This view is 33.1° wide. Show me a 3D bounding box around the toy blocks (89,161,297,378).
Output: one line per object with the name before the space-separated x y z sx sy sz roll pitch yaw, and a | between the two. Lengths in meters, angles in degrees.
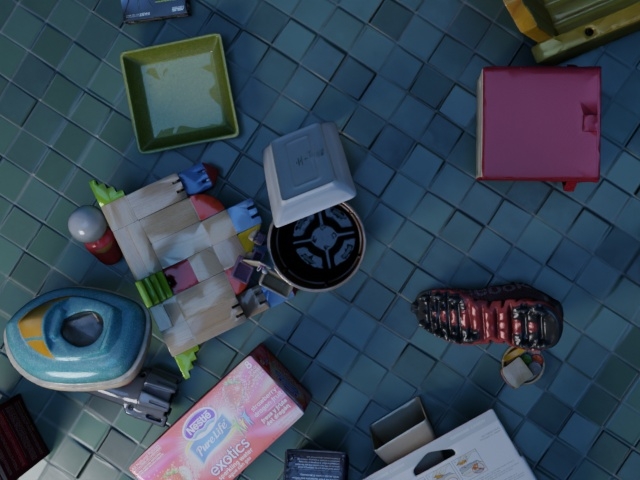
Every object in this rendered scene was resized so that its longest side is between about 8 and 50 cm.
toy blocks | -0.204 0.016 1.901 0.261 0.191 0.381 -26 92 -6

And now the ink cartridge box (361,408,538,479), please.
ink cartridge box | 0.231 0.434 1.891 0.275 0.060 0.239 -30 110 5

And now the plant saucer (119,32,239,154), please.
plant saucer | -0.250 -0.262 1.937 0.188 0.045 0.188 -10 92 5

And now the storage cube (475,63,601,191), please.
storage cube | 0.364 -0.191 1.822 0.193 0.183 0.215 1 93 5

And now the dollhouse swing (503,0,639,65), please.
dollhouse swing | 0.394 -0.498 1.727 0.315 0.305 0.347 -22 84 6

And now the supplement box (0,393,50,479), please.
supplement box | -0.574 0.365 1.900 0.073 0.239 0.130 -27 91 7

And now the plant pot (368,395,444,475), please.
plant pot | 0.160 0.360 1.914 0.109 0.109 0.096 -32 104 5

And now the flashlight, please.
flashlight | -0.406 0.232 1.957 0.304 0.103 0.103 18 120 0

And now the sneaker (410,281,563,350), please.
sneaker | 0.301 0.126 1.891 0.276 0.135 0.098 4 107 27

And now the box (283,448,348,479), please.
box | -0.010 0.473 1.880 0.108 0.153 0.207 2 77 4

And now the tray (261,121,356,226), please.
tray | -0.028 -0.126 1.827 0.145 0.270 0.030 -21 123 5

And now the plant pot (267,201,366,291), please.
plant pot | 0.000 0.000 1.871 0.167 0.165 0.167 0 92 4

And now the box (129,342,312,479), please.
box | -0.173 0.340 1.911 0.300 0.154 0.142 -43 89 6

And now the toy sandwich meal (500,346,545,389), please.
toy sandwich meal | 0.361 0.224 1.922 0.085 0.029 0.086 0 93 5

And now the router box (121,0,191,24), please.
router box | -0.299 -0.443 1.934 0.122 0.038 0.092 -8 93 5

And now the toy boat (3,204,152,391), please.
toy boat | -0.414 0.101 1.853 0.267 0.148 0.318 0 61 13

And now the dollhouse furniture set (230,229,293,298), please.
dollhouse furniture set | -0.074 0.047 1.834 0.114 0.081 0.091 30 78 -29
